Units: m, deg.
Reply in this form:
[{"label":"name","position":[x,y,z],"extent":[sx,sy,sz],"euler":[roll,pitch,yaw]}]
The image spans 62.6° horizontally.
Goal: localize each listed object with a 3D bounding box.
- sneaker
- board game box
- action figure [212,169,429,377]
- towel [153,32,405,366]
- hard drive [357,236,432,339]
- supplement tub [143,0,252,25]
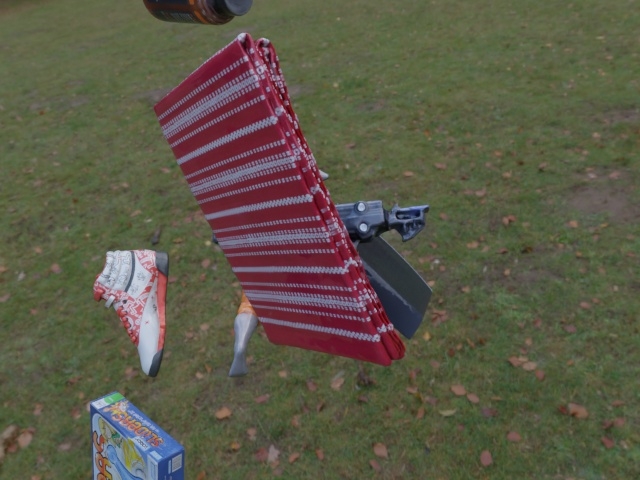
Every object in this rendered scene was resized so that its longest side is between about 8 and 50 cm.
[{"label":"sneaker","position":[-0.399,0.149,1.099],"extent":[0.145,0.269,0.090],"euler":[5,-18,-21]},{"label":"board game box","position":[-0.208,0.290,0.593],"extent":[0.136,0.201,0.035],"euler":[19,21,37]},{"label":"action figure","position":[0.000,0.000,0.744],"extent":[0.342,0.178,0.329],"euler":[-13,64,3]},{"label":"towel","position":[-0.045,-0.016,0.460],"extent":[0.031,0.274,0.199],"euler":[-33,16,-33]},{"label":"hard drive","position":[0.098,0.049,0.964],"extent":[0.255,0.054,0.172],"euler":[44,25,4]},{"label":"supplement tub","position":[-0.210,-0.427,0.907],"extent":[0.198,0.106,0.106],"euler":[19,42,32]}]
